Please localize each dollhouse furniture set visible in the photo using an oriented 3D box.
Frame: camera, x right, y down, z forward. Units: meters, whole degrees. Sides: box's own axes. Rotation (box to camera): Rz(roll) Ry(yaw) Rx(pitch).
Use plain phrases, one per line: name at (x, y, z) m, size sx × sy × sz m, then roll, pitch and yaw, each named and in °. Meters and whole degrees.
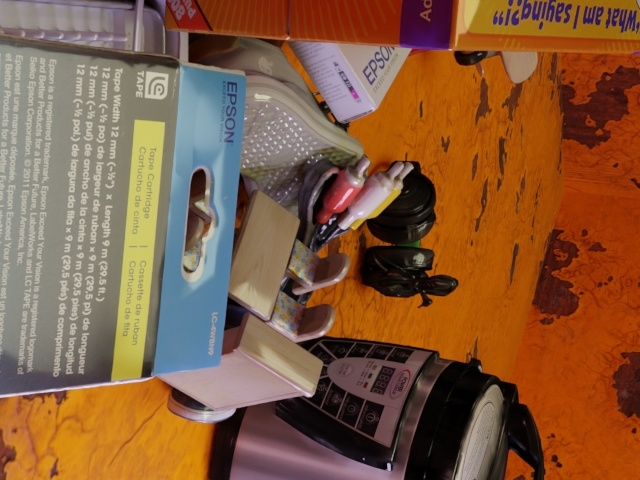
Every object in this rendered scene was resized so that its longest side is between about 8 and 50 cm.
dollhouse furniture set at (-0.067, 0.053, 1.113) m, size 0.212 × 0.161 × 0.242 m, roll 36°, pitch 54°, yaw -30°

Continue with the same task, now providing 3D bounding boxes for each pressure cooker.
pressure cooker at (0.101, 0.331, 1.411) m, size 0.375 × 0.420 × 0.369 m, roll 17°, pitch 83°, yaw -68°

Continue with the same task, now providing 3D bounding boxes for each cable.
cable at (0.000, 0.000, 1.270) m, size 0.139 × 0.072 × 0.287 m, roll 4°, pitch 125°, yaw -49°

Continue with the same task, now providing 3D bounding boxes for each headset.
headset at (0.167, 0.001, 1.774) m, size 0.394 × 0.185 × 0.243 m, roll -60°, pitch 151°, yaw -66°

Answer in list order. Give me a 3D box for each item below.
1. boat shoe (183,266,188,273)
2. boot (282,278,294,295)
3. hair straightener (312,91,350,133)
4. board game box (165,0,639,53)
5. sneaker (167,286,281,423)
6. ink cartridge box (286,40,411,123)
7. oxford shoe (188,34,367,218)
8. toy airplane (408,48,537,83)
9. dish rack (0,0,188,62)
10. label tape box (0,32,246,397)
boat shoe at (-0.180, 0.091, 1.033) m, size 0.064 × 0.060 × 0.178 m, roll -33°, pitch 158°, yaw -53°
boot at (-0.063, 0.072, 1.418) m, size 0.099 × 0.045 × 0.121 m, roll -28°, pitch 130°, yaw -61°
hair straightener at (0.015, -0.168, 1.544) m, size 0.230 × 0.047 × 0.089 m, roll 54°, pitch 48°, yaw -54°
board game box at (0.103, -0.364, 0.938) m, size 0.357 × 0.356 × 0.356 m, roll -10°, pitch 108°, yaw -45°
sneaker at (-0.116, 0.120, 1.230) m, size 0.226 × 0.086 × 0.163 m, roll -40°, pitch 143°, yaw -70°
ink cartridge box at (0.016, -0.366, 1.248) m, size 0.330 × 0.071 × 0.324 m, roll 56°, pitch 39°, yaw -24°
oxford shoe at (-0.053, -0.134, 1.257) m, size 0.130 × 0.169 × 0.449 m, roll 67°, pitch 10°, yaw 21°
toy airplane at (0.302, -0.500, 1.823) m, size 0.384 × 0.272 × 0.386 m, roll 4°, pitch 109°, yaw -37°
dish rack at (-0.236, -0.102, 0.899) m, size 0.333 × 0.072 × 0.285 m, roll -23°, pitch 119°, yaw -65°
label tape box at (-0.227, -0.022, 0.717) m, size 0.348 × 0.115 × 0.249 m, roll -1°, pitch 101°, yaw -44°
